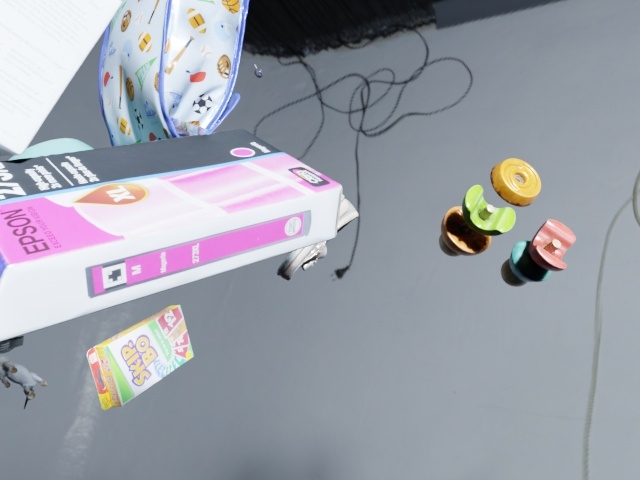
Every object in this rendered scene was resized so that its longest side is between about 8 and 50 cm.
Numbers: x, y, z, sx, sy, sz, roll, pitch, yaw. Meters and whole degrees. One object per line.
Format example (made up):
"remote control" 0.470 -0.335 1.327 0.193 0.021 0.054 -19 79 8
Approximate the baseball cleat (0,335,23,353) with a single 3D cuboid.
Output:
"baseball cleat" -0.441 0.093 0.669 0.206 0.109 0.072 21 93 15

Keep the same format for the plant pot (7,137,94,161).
"plant pot" -0.569 -0.082 1.290 0.293 0.293 0.235 -30 87 19

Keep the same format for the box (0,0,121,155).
"box" -0.282 -0.178 0.500 0.091 0.130 0.170 8 67 50

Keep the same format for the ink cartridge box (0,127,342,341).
"ink cartridge box" -0.176 -0.019 0.488 0.175 0.371 0.069 35 132 40

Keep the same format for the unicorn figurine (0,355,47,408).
"unicorn figurine" -0.580 0.268 1.117 0.111 0.162 0.060 9 43 47

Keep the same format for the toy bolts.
"toy bolts" 0.362 -0.017 1.129 0.228 0.158 0.218 39 56 4

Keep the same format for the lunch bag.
"lunch bag" -0.345 -0.377 1.315 0.328 0.239 0.385 -1 79 48

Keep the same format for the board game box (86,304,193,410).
"board game box" -0.359 0.232 1.180 0.039 0.259 0.124 -8 100 27

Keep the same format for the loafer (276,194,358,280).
"loafer" 0.000 0.000 0.659 0.125 0.039 0.045 -54 9 -23

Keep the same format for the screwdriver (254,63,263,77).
"screwdriver" -0.176 -0.484 1.639 0.170 0.025 0.024 -104 23 -64
